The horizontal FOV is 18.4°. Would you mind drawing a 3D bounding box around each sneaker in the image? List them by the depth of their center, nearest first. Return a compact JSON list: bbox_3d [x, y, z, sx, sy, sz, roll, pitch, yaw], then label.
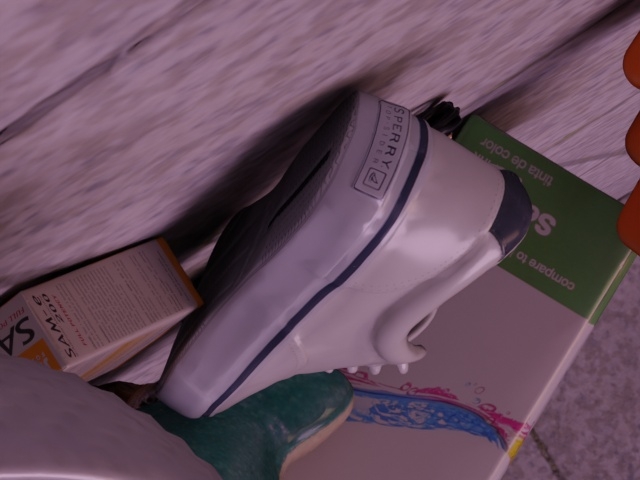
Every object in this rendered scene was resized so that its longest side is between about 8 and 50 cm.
[{"bbox_3d":[0.002,0.028,0.837,0.258,0.091,0.094,-42,-157,61],"label":"sneaker"}]

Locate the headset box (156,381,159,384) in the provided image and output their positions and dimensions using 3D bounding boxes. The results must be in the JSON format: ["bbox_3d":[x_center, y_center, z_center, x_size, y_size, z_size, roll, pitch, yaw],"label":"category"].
[{"bbox_3d":[-0.033,0.142,1.591,0.246,0.131,0.283,-35,173,29],"label":"headset box"}]

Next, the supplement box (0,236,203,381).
[{"bbox_3d":[-0.101,0.037,0.798,0.062,0.036,0.098,-35,174,31],"label":"supplement box"}]

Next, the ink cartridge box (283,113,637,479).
[{"bbox_3d":[0.064,0.084,1.117,0.278,0.117,0.201,-58,173,1],"label":"ink cartridge box"}]

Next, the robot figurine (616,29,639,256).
[{"bbox_3d":[0.233,-0.073,0.961,0.219,0.158,0.128,-58,170,8],"label":"robot figurine"}]

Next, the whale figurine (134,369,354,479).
[{"bbox_3d":[-0.087,0.132,0.924,0.216,0.141,0.272,9,-134,29],"label":"whale figurine"}]

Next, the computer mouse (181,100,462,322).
[{"bbox_3d":[0.000,0.000,0.988,0.071,0.041,0.242,-26,172,-38],"label":"computer mouse"}]

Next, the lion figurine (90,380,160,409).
[{"bbox_3d":[-0.202,0.172,1.109,0.392,0.142,0.240,-12,178,-26],"label":"lion figurine"}]

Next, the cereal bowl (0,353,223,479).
[{"bbox_3d":[-0.170,0.167,0.617,0.339,0.141,0.339,-20,131,-26],"label":"cereal bowl"}]
